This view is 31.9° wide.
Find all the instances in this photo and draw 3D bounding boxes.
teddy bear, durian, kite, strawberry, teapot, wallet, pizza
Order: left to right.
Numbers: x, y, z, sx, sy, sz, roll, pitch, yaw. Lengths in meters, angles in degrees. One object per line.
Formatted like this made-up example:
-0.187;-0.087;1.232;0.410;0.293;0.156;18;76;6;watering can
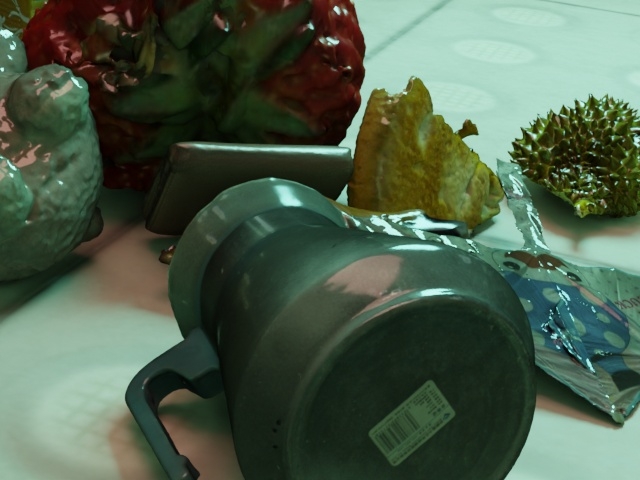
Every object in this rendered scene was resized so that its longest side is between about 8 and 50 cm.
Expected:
-0.292;-0.066;0.845;0.267;0.151;0.236;19;60;16;teddy bear
-0.117;-0.202;1.016;0.311;0.267;0.351;-4;42;4;strawberry
-0.059;-0.038;0.893;0.152;0.118;0.039;-3;63;-24;wallet
-0.008;0.065;0.645;0.203;0.171;0.225;-35;29;-10;teapot
0.090;-0.053;0.968;0.069;0.154;0.194;2;-4;40;pizza
0.169;0.021;0.847;0.335;0.011;0.314;12;34;-18;kite
0.250;-0.079;1.052;0.146;0.102;0.208;17;31;10;durian

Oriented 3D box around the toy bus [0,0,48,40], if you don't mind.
-0.264;-0.290;1.315;0.138;0.167;0.275;25;31;37;toy bus

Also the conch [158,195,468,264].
-0.002;0.000;0.842;0.232;0.080;0.086;2;62;2;conch
